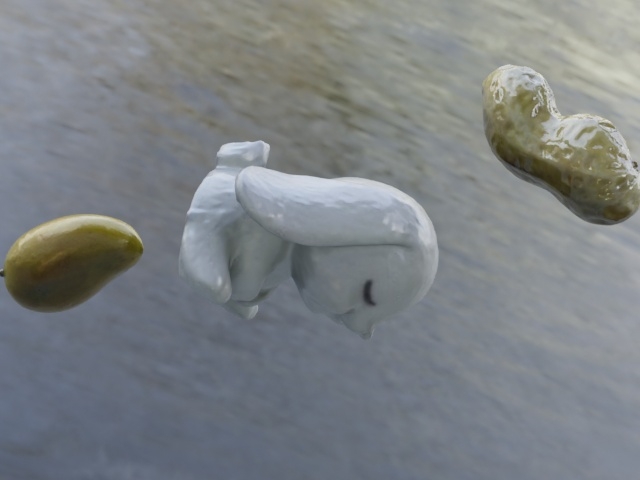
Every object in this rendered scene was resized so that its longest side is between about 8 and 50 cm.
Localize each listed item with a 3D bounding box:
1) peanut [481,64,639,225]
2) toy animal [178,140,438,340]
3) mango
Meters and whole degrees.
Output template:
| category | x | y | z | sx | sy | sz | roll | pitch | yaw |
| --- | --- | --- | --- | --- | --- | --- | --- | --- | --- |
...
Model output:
| category | x | y | z | sx | sy | sz | roll | pitch | yaw |
| --- | --- | --- | --- | --- | --- | --- | --- | --- | --- |
| peanut | 0.258 | -0.103 | 1.488 | 0.229 | 0.098 | 0.103 | 40 | 73 | 24 |
| toy animal | 0.000 | 0.000 | 1.514 | 0.265 | 0.206 | 0.272 | 7 | -11 | 12 |
| mango | -0.275 | 0.022 | 1.516 | 0.161 | 0.103 | 0.076 | -21 | 26 | 7 |
